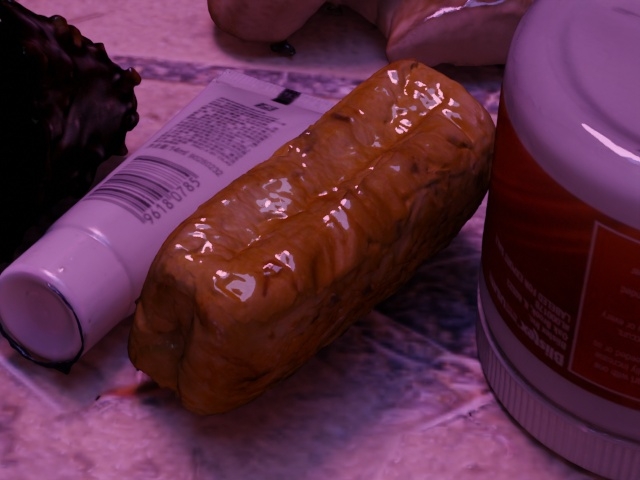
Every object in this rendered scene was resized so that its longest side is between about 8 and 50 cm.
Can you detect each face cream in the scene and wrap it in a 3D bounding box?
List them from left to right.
[{"bbox_3d":[-0.077,-0.023,1.021,0.092,0.058,0.243,19,40,25],"label":"face cream"},{"bbox_3d":[0.178,-0.014,0.923,0.201,0.187,0.201,1,43,-1],"label":"face cream"}]

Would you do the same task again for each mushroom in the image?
[{"bbox_3d":[0.075,-0.196,1.137,0.285,0.151,0.156,-6,43,-9],"label":"mushroom"}]

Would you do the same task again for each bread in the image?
[{"bbox_3d":[0.000,0.000,0.957,0.083,0.114,0.211,44,56,13],"label":"bread"}]

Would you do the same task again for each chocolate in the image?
[{"bbox_3d":[-0.153,-0.061,1.023,0.156,0.156,0.133,35,24,30],"label":"chocolate"}]
